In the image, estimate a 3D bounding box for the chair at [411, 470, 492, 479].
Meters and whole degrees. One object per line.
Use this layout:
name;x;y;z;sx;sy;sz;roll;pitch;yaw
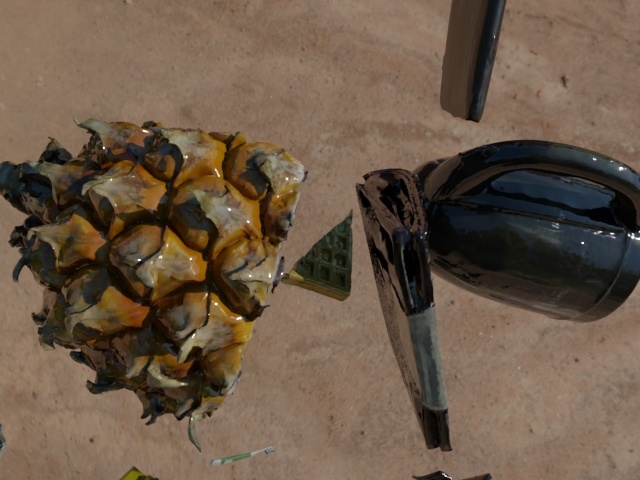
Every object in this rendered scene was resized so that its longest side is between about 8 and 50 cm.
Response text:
chair;0.351;0.620;1.287;0.145;0.140;0.221;-34;80;-36

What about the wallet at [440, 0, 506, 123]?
wallet;0.225;-0.332;0.753;0.042;0.310;0.165;3;20;-4

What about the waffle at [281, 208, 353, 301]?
waffle;0.000;0.000;0.867;0.125;0.032;0.191;18;51;-20

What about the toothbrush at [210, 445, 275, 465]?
toothbrush;-0.216;0.615;1.508;0.024;0.018;0.257;41;14;35

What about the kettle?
kettle;0.274;-0.033;0.744;0.324;0.321;0.229;13;67;-11

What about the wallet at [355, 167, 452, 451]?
wallet;0.089;0.052;0.563;0.071;0.221;0.262;-8;18;3

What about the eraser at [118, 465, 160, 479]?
eraser;-0.222;0.360;0.550;0.157;0.069;0.226;12;36;31

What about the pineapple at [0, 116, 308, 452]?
pineapple;-0.199;0.048;0.473;0.286;0.344;0.209;20;48;-7

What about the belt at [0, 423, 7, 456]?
belt;-0.752;0.376;0.853;0.173;0.300;0.436;47;15;22
